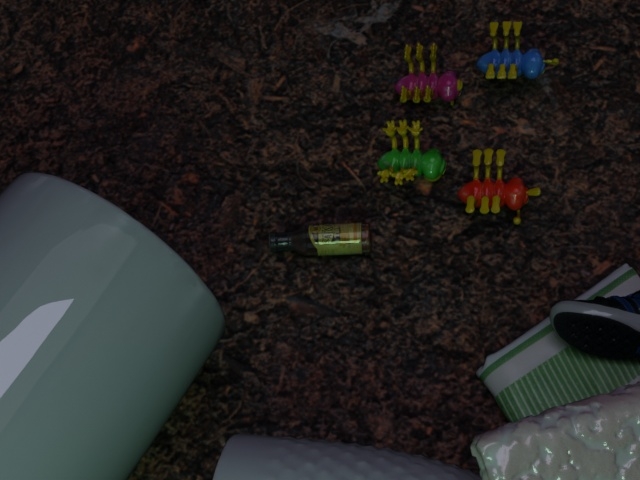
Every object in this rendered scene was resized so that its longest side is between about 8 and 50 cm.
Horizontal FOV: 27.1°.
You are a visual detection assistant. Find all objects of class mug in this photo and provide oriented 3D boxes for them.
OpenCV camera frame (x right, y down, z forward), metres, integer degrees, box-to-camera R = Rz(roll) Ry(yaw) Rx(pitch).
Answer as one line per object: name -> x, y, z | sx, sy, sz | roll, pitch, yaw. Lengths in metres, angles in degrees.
mug -> 0.054, 0.342, 1.306 | 0.328, 0.374, 0.276 | 4, 83, 7

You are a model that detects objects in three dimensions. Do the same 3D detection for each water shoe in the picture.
water shoe -> 0.368, 0.092, 1.545 | 0.203, 0.073, 0.080 | 9, 44, 6

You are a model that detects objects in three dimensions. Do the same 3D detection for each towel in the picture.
towel -> 0.335, 0.284, 1.233 | 0.332, 0.053, 0.317 | -15, 85, -15
towel -> 0.366, 0.209, 1.536 | 0.248, 0.038, 0.325 | -32, 66, -11

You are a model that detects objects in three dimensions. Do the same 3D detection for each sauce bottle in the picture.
sauce bottle -> 0.000, 0.000, 1.673 | 0.128, 0.042, 0.042 | -4, 62, 2

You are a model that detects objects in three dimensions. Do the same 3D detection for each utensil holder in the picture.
utensil holder -> -0.331, 0.166, 1.464 | 0.328, 0.327, 0.385 | 28, 65, 18

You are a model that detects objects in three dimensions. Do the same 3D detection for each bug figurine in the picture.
bug figurine -> 0.188, -0.150, 1.717 | 0.216, 0.072, 0.279 | 5, 68, 15
